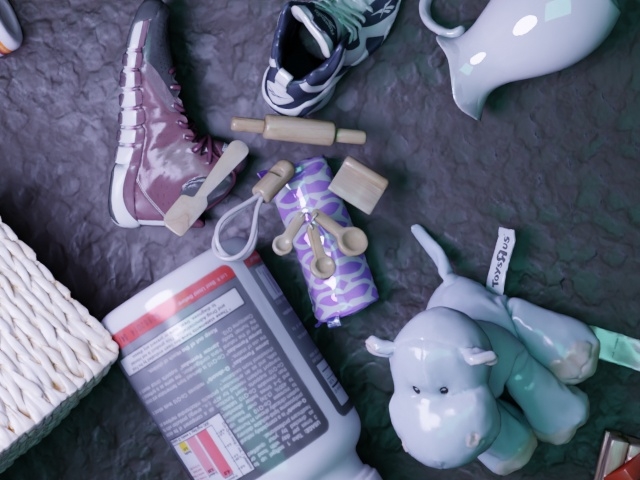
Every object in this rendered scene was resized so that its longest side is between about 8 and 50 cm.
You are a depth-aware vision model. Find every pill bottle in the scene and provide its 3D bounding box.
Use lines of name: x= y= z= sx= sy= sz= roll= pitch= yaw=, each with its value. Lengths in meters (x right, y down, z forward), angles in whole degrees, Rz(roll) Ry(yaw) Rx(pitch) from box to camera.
pill bottle: x=-0.082 y=0.196 z=1.662 sx=0.210 sy=0.210 sz=0.363 roll=-32 pitch=89 yaw=9
pill bottle: x=-0.452 y=-0.247 z=1.741 sx=0.152 sy=0.086 sz=0.086 roll=-24 pitch=91 yaw=8

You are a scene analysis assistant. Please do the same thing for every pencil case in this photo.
pencil case: x=0.000 y=0.000 z=1.704 sx=0.088 sy=0.086 sz=0.206 roll=-19 pitch=90 yaw=35

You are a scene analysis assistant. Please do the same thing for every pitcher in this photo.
pitcher: x=0.226 y=-0.264 z=1.641 sx=0.207 sy=0.125 sz=0.178 roll=-32 pitch=74 yaw=20

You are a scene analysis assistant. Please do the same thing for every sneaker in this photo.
sneaker: x=0.018 y=-0.252 z=1.629 sx=0.094 sy=0.153 sz=0.235 roll=44 pitch=84 yaw=4
sneaker: x=-0.161 y=-0.145 z=1.712 sx=0.162 sy=0.106 sz=0.281 roll=8 pitch=105 yaw=1

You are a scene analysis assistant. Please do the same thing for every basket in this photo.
basket: x=-0.463 y=0.140 z=1.614 sx=0.328 sy=0.266 sz=0.331 roll=48 pitch=139 yaw=2

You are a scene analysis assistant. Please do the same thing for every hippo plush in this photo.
hippo plush: x=0.187 y=0.139 z=1.593 sx=0.234 sy=0.236 sz=0.294 roll=2 pitch=95 yaw=18

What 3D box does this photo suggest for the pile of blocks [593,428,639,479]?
pile of blocks: x=0.312 y=0.388 z=1.673 sx=0.149 sy=0.112 sz=0.362 roll=38 pitch=98 yaw=4

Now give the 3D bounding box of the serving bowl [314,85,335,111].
serving bowl: x=-0.023 y=-0.195 z=1.717 sx=0.083 sy=0.027 sz=0.083 roll=0 pitch=94 yaw=7

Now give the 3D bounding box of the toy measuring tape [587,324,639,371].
toy measuring tape: x=0.446 y=0.168 z=1.639 sx=0.330 sy=0.121 sz=0.121 roll=19 pitch=97 yaw=6

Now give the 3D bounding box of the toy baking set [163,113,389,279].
toy baking set: x=-0.045 y=-0.058 z=1.623 sx=0.256 sy=0.030 sz=0.197 roll=10 pitch=66 yaw=-10
